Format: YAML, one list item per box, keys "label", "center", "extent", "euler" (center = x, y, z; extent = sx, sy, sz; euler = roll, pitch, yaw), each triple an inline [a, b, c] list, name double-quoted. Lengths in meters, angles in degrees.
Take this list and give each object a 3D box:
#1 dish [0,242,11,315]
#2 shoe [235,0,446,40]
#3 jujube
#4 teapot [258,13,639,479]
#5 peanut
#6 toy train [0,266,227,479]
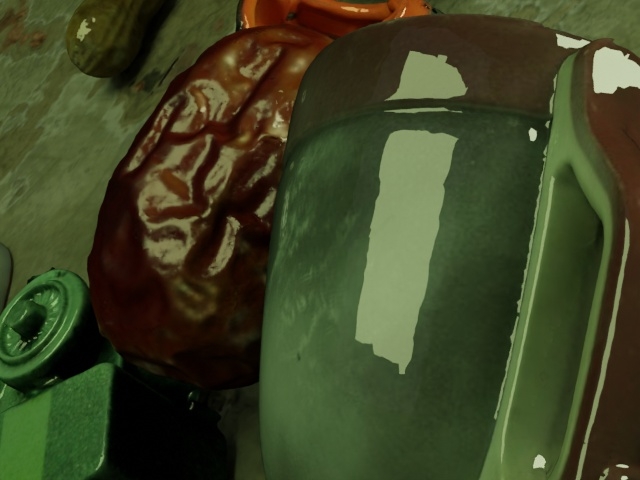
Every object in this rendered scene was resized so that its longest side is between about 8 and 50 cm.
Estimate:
- label: "dish"
  center: [-0.434, 0.075, 1.413]
  extent: [0.256, 0.117, 0.256]
  euler: [-28, 39, 25]
- label: "shoe"
  center: [-0.028, -0.121, 1.119]
  extent: [0.336, 0.171, 0.132]
  euler: [-11, 48, 41]
- label: "jujube"
  center: [-0.054, -0.023, 0.948]
  extent: [0.174, 0.174, 0.250]
  euler: [11, 72, 52]
- label: "teapot"
  center: [0.091, 0.059, 0.729]
  extent: [0.315, 0.233, 0.312]
  euler: [140, 142, -65]
- label: "peanut"
  center: [-0.218, -0.252, 1.549]
  extent: [0.089, 0.089, 0.192]
  euler: [-8, 45, 43]
- label: "toy train"
  center: [-0.208, 0.161, 1.041]
  extent: [0.299, 0.167, 0.238]
  euler: [-29, 43, 27]
